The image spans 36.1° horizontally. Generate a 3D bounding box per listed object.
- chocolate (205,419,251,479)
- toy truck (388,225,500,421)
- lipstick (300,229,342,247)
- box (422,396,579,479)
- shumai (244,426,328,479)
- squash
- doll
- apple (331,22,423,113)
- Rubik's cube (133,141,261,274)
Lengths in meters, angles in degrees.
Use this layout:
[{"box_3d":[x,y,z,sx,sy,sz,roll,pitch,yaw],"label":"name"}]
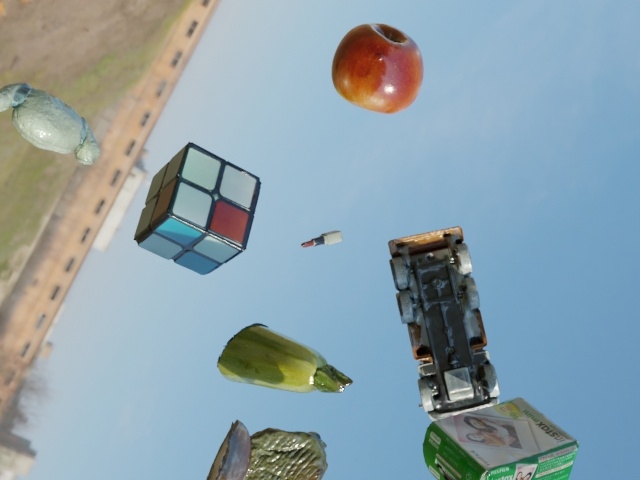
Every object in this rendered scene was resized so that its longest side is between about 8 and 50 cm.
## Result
[{"box_3d":[-0.222,0.564,2.368,0.161,0.083,0.261,-60,-173,34],"label":"chocolate"},{"box_3d":[0.260,0.178,2.092,0.207,0.173,0.388,38,40,-85],"label":"toy truck"},{"box_3d":[0.000,0.000,2.222,0.025,0.107,0.025,11,-69,53],"label":"lipstick"},{"box_3d":[0.328,0.386,1.796,0.180,0.250,0.103,38,-50,47],"label":"box"},{"box_3d":[-0.111,0.623,2.726,0.203,0.271,0.222,133,-44,-83],"label":"shumai"},{"box_3d":[-0.067,0.231,1.907,0.287,0.137,0.137,4,-116,44],"label":"squash"},{"box_3d":[-0.464,-0.203,1.677,0.071,0.214,0.104,-24,-130,42],"label":"doll"},{"box_3d":[0.101,-0.299,1.697,0.163,0.163,0.139,-95,-161,-66],"label":"apple"},{"box_3d":[-0.244,-0.059,1.967,0.167,0.183,0.180,-34,-145,50],"label":"Rubik's cube"}]
